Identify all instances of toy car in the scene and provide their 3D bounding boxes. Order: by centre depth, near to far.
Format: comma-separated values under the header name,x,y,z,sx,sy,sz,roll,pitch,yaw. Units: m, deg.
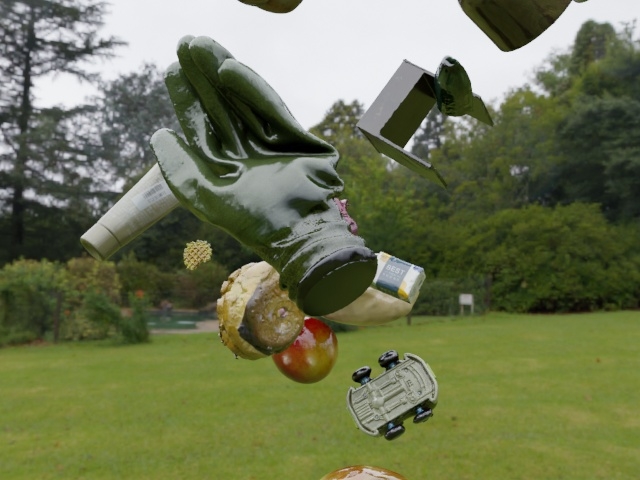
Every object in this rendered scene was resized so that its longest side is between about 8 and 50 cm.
name,x,y,z,sx,sy,sz,roll,pitch,yaw
toy car,0.204,0.431,1.699,0.248,0.204,0.198,-31,-25,1

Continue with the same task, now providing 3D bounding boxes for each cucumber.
name,x,y,z,sx,sy,sz,roll,pitch,yaw
cucumber,0.322,-0.384,1.552,0.115,0.063,0.244,46,0,20

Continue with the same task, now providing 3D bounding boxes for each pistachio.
name,x,y,z,sx,sy,sz,roll,pitch,yaw
pistachio,0.113,0.137,1.677,0.318,0.193,0.214,-8,-23,41

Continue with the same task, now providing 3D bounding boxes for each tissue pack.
name,x,y,z,sx,sy,sz,roll,pitch,yaw
tissue pack,0.127,0.063,1.051,0.083,0.062,0.042,22,-19,27

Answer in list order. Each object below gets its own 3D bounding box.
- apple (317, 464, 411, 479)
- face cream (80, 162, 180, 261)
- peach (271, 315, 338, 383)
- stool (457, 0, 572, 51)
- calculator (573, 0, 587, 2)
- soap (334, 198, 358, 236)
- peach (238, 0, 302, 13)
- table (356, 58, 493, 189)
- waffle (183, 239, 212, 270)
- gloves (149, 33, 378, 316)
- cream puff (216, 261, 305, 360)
name,x,y,z,sx,sy,sz,roll,pitch,yaw
apple,0.061,0.388,0.696,0.226,0.246,0.246,43,-19,-19
face cream,-0.463,-0.086,1.605,0.137,0.341,0.084,46,-27,-7
peach,-0.049,0.289,1.678,0.198,0.197,0.197,2,-3,0
stool,0.312,-0.496,1.124,0.264,0.179,0.179,37,-16,-19
calculator,0.700,-0.687,1.471,0.041,0.185,0.299,22,-23,-12
soap,0.000,0.000,1.461,0.182,0.112,0.289,-19,-25,-4
peach,-0.096,-0.447,1.026,0.152,0.151,0.152,2,-3,0
table,0.309,-0.337,1.817,0.282,0.250,0.196,35,0,31
waffle,-0.329,0.038,1.658,0.085,0.078,0.016,-18,-14,10
gloves,-0.054,-0.056,0.515,0.135,0.268,0.107,-30,-17,-10
cream puff,-0.113,0.129,1.132,0.130,0.188,0.189,4,-1,45
